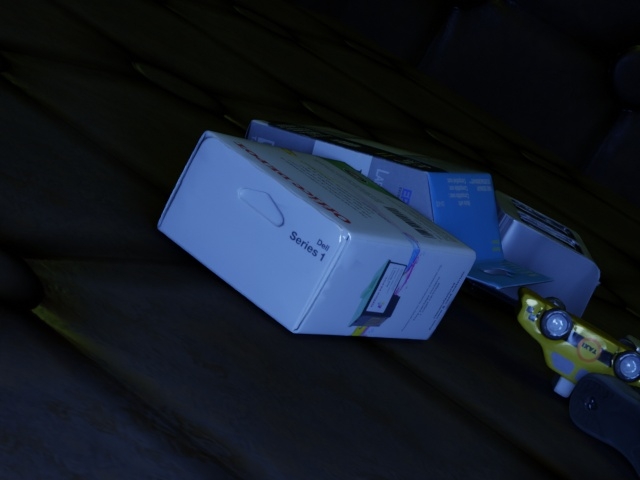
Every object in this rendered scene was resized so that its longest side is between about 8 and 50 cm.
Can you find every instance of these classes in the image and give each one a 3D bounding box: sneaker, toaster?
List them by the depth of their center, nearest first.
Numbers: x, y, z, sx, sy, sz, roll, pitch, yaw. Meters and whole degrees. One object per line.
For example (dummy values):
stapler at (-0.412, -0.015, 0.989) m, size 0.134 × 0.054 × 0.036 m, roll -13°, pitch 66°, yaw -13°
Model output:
sneaker at (0.371, 0.215, 1.813) m, size 0.130 × 0.087 × 0.227 m, roll 13°, pitch 14°, yaw -33°
toaster at (0.267, 0.025, 2.280) m, size 0.185 × 0.110 × 0.168 m, roll 28°, pitch 12°, yaw -6°

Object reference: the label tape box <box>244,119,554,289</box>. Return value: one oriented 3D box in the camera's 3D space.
label tape box at (0.100, -0.046, 2.021) m, size 0.333 × 0.106 × 0.240 m, roll 18°, pitch 8°, yaw 21°

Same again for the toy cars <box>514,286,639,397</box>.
toy cars at (0.359, 0.163, 2.012) m, size 0.393 × 0.087 × 0.176 m, roll 24°, pitch 10°, yaw -40°

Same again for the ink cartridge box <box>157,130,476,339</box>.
ink cartridge box at (0.000, 0.000, 1.767) m, size 0.201 × 0.117 × 0.278 m, roll 36°, pitch 14°, yaw 28°
